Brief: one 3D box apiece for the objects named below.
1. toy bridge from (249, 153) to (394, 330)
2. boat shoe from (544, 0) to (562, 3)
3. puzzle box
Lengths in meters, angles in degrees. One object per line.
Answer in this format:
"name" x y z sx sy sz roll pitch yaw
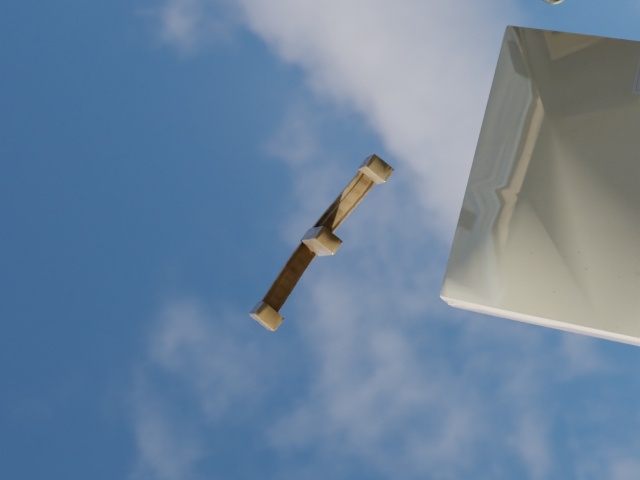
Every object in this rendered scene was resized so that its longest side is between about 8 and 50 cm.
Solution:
"toy bridge" 0.000 0.000 1.202 0.026 0.063 0.188 38 -100 -8
"boat shoe" 0.208 -0.303 1.284 0.056 0.048 0.153 -25 -86 -43
"puzzle box" 0.332 -0.032 1.176 0.052 0.408 0.272 37 -114 -66
